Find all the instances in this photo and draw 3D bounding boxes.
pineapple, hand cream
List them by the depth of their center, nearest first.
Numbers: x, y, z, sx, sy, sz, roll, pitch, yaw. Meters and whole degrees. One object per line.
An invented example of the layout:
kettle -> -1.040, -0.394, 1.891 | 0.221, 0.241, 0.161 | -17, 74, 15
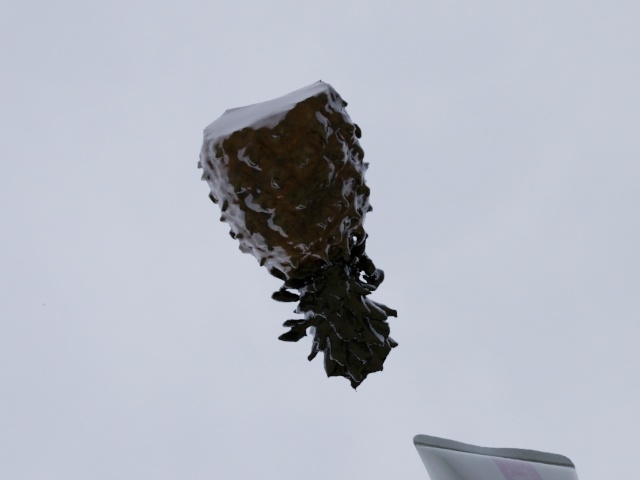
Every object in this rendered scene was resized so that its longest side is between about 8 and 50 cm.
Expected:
hand cream -> 0.206, 0.305, 1.029 | 0.185, 0.359, 0.118 | 8, -61, -13
pineapple -> 0.000, 0.000, 1.030 | 0.157, 0.158, 0.279 | -28, -74, -14
